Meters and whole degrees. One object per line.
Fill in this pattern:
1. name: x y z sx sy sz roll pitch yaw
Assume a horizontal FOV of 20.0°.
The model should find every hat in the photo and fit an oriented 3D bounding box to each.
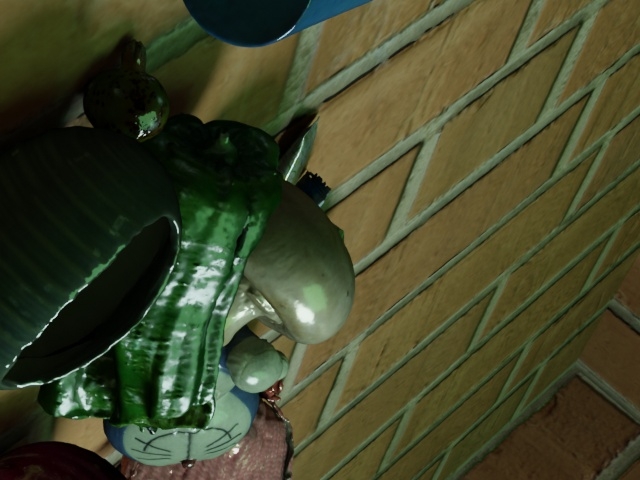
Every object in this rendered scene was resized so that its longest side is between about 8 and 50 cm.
1. hat: -0.125 0.254 2.252 0.107 0.237 0.286 -20 -132 55

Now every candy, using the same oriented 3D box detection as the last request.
1. candy: -0.041 -0.021 2.062 0.136 0.038 0.088 -52 -158 10

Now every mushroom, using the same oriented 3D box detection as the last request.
1. mushroom: -0.075 0.023 1.860 0.209 0.206 0.206 -11 152 -11

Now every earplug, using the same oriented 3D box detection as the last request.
1. earplug: 0.001 -0.252 1.568 0.273 0.132 0.132 -27 153 -58

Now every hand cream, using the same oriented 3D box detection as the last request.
1. hand cream: -0.051 -0.050 2.005 0.194 0.042 0.067 -58 175 23

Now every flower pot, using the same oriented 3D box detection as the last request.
1. flower pot: -0.225 0.012 1.493 0.243 0.157 0.189 -41 155 7

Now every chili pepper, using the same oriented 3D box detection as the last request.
1. chili pepper: -0.170 0.048 1.709 0.167 0.213 0.385 12 125 -21

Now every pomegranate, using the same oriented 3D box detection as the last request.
1. pomegranate: -0.159 -0.121 1.536 0.084 0.073 0.073 -53 163 13

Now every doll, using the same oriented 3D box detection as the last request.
1. doll: -0.156 0.168 2.041 0.228 0.154 0.258 -7 140 -15

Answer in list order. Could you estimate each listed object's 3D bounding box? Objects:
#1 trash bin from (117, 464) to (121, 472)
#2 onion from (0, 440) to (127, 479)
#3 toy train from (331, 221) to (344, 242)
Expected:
1. trash bin: -0.206 0.346 2.391 0.177 0.101 0.236 -40 158 -22
2. onion: -0.292 0.328 1.925 0.230 0.272 0.256 -55 -161 3
3. toy train: 0.000 0.000 2.210 0.038 0.056 0.093 -48 166 -16
